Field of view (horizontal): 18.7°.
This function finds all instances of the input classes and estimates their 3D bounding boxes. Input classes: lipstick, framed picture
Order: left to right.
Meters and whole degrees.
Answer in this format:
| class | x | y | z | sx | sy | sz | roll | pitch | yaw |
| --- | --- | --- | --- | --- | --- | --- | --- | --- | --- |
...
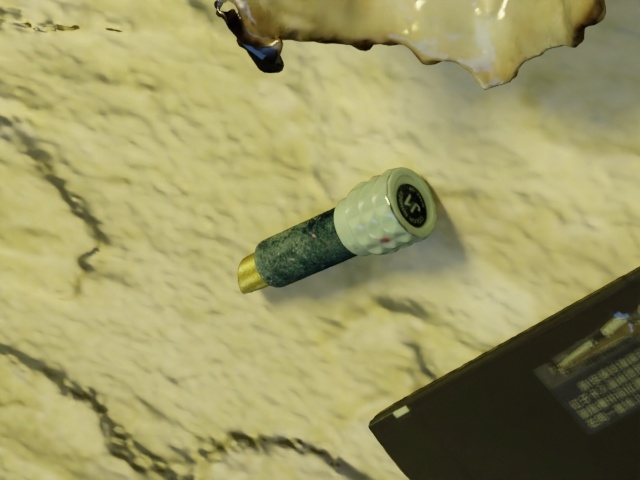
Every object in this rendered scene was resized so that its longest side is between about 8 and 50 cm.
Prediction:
| class | x | y | z | sx | sy | sz | roll | pitch | yaw |
| --- | --- | --- | --- | --- | --- | --- | --- | --- | --- |
| lipstick | 0.000 | 0.000 | 0.912 | 0.116 | 0.037 | 0.037 | -22 | 107 | 38 |
| framed picture | 0.215 | 0.162 | 0.919 | 0.255 | 0.014 | 0.339 | -33 | 101 | 35 |

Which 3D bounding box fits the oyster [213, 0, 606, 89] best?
| class | x | y | z | sx | sy | sz | roll | pitch | yaw |
| --- | --- | --- | --- | --- | --- | --- | --- | --- | --- |
| oyster | -0.035 | -0.176 | 0.760 | 0.337 | 0.133 | 0.198 | 21 | 129 | 10 |
